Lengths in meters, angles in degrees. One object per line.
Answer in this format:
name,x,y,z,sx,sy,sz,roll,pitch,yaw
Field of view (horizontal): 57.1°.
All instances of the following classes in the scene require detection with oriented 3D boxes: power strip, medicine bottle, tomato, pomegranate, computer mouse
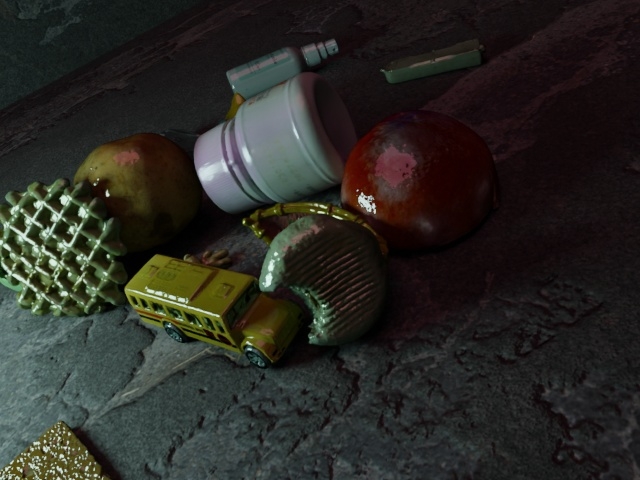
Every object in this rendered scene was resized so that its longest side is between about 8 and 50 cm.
power strip,0.303,-0.482,1.594,0.286,0.048,0.080,-8,36,19
medicine bottle,-0.094,-0.196,1.266,0.302,0.241,0.241,-20,34,24
tomato,0.189,-0.140,1.118,0.335,0.176,0.289,-39,42,-24
pomegranate,-0.407,-0.104,1.312,0.281,0.281,0.281,-14,37,11
medicine bottle,-0.113,-0.541,1.832,0.351,0.110,0.110,-23,36,-1
computer mouse,-0.393,-0.253,1.654,0.231,0.071,0.126,17,36,28

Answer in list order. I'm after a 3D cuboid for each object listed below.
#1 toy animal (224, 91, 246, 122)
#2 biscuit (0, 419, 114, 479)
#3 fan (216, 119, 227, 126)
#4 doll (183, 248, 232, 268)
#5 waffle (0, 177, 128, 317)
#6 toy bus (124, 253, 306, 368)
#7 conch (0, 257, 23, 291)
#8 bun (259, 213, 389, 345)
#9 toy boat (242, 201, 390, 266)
toy animal,-0.171,-0.265,1.484,0.156,0.156,0.230,-33,44,-15
biscuit,-0.400,0.374,0.897,0.131,0.025,0.231,-41,40,-25
fan,-0.272,-0.227,1.508,0.175,0.005,0.113,-60,35,24
doll,-0.232,0.047,1.203,0.093,0.051,0.061,-24,64,3
waffle,-0.542,0.021,1.215,0.309,0.292,0.056,-5,11,18
toy bus,-0.190,0.114,1.035,0.335,0.123,0.121,9,47,36
conch,-0.612,0.046,1.316,0.250,0.137,0.143,-5,75,30
bun,0.003,0.059,0.942,0.203,0.212,0.126,-12,12,-8
toy boat,0.002,-0.001,1.084,0.318,0.141,0.099,15,10,34
